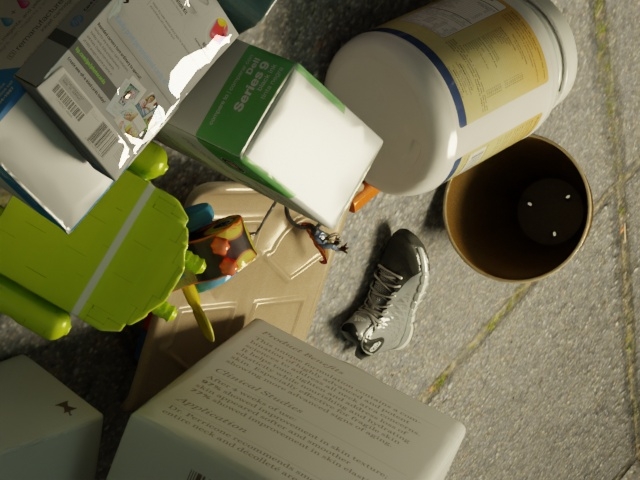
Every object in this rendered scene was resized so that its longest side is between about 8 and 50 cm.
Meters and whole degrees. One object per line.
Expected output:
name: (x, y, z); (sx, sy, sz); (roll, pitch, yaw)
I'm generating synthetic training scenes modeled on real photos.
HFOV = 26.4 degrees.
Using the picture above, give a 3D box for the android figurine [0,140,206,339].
android figurine: (-0.257, -0.010, 1.484); (0.273, 0.056, 0.248); (29, 90, -12)

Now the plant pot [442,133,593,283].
plant pot: (0.353, -0.049, 2.241); (0.237, 0.237, 0.254); (-66, 159, 9)

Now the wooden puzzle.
wooden puzzle: (-0.115, 0.061, 1.845); (0.322, 0.080, 0.348); (-3, 122, -50)

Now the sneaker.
sneaker: (0.094, 0.098, 2.123); (0.132, 0.086, 0.229); (-24, 133, -37)

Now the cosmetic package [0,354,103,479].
cosmetic package: (-0.417, 0.388, 1.622); (0.230, 0.161, 0.453); (-16, 127, -45)

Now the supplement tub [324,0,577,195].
supplement tub: (0.184, -0.216, 1.877); (0.316, 0.228, 0.228); (-29, 135, -37)

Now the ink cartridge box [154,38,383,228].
ink cartridge box: (-0.109, -0.147, 1.508); (0.121, 0.289, 0.211); (-60, 146, -4)

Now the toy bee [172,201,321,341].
toy bee: (-0.145, 0.006, 1.593); (0.298, 0.195, 0.162); (-42, -171, 9)

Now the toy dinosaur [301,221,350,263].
toy dinosaur: (0.000, 0.000, 1.828); (0.082, 0.047, 0.090); (15, 119, -37)

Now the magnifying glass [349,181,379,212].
magnifying glass: (0.121, -0.119, 2.052); (0.231, 0.026, 0.092); (-42, 142, -27)

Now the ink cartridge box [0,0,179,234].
ink cartridge box: (-0.296, -0.156, 1.312); (0.171, 0.232, 0.168); (-52, 143, -12)

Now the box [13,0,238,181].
box: (-0.169, -0.167, 1.225); (0.186, 0.038, 0.145); (-51, 143, -12)

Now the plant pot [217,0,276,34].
plant pot: (-0.113, -0.377, 1.345); (0.252, 0.248, 0.247); (33, 88, -12)

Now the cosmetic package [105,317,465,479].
cosmetic package: (-0.064, 0.351, 1.690); (0.327, 0.329, 0.393); (-68, 167, 20)
